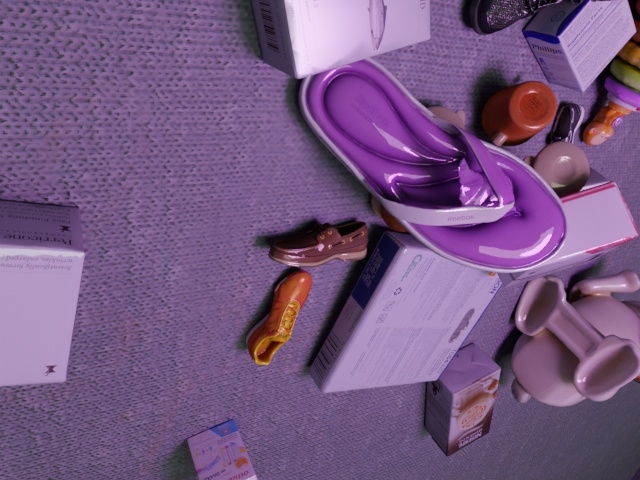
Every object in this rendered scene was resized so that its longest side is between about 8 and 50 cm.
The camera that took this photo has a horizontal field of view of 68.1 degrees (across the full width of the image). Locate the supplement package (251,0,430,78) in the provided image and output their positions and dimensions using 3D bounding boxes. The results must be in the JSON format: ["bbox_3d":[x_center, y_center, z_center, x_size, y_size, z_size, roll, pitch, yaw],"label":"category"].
[{"bbox_3d":[0.023,-0.269,0.544,0.180,0.105,0.105,-23,127,-17],"label":"supplement package"}]

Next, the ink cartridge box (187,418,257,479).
[{"bbox_3d":[-0.168,0.414,0.838,0.092,0.143,0.089,-18,126,-21],"label":"ink cartridge box"}]

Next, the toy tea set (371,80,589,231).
[{"bbox_3d":[0.237,-0.127,0.761,0.337,0.124,0.199,-15,93,0],"label":"toy tea set"}]

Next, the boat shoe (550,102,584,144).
[{"bbox_3d":[0.451,-0.192,0.884,0.038,0.046,0.125,-2,117,-30],"label":"boat shoe"}]

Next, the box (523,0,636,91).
[{"bbox_3d":[0.414,-0.334,0.756,0.137,0.072,0.126,34,99,-41],"label":"box"}]

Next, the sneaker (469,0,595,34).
[{"bbox_3d":[0.322,-0.357,0.651,0.228,0.130,0.087,-31,128,-8],"label":"sneaker"}]

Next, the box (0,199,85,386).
[{"bbox_3d":[-0.365,0.056,0.511,0.181,0.119,0.181,6,116,-33],"label":"box"}]

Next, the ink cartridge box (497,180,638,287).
[{"bbox_3d":[0.377,0.001,0.771,0.159,0.092,0.218,-18,166,7],"label":"ink cartridge box"}]

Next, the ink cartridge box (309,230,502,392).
[{"bbox_3d":[0.180,0.146,0.916,0.330,0.071,0.323,8,118,-39],"label":"ink cartridge box"}]

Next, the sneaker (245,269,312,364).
[{"bbox_3d":[-0.058,0.128,0.773,0.064,0.067,0.175,19,106,-36],"label":"sneaker"}]

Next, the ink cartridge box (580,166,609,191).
[{"bbox_3d":[0.444,-0.058,0.910,0.175,0.072,0.127,-13,123,1],"label":"ink cartridge box"}]

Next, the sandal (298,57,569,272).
[{"bbox_3d":[0.146,-0.085,0.610,0.417,0.102,0.169,32,98,-5],"label":"sandal"}]

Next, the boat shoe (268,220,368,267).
[{"bbox_3d":[0.001,0.000,0.733,0.178,0.064,0.060,-6,117,-35],"label":"boat shoe"}]

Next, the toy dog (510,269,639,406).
[{"bbox_3d":[0.698,0.268,1.172,0.408,0.284,0.394,-3,120,-32],"label":"toy dog"}]

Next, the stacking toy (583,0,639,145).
[{"bbox_3d":[0.578,-0.297,0.847,0.175,0.165,0.301,-6,136,-32],"label":"stacking toy"}]

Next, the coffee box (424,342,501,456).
[{"bbox_3d":[0.340,0.389,1.151,0.141,0.098,0.246,-20,127,-18],"label":"coffee box"}]
